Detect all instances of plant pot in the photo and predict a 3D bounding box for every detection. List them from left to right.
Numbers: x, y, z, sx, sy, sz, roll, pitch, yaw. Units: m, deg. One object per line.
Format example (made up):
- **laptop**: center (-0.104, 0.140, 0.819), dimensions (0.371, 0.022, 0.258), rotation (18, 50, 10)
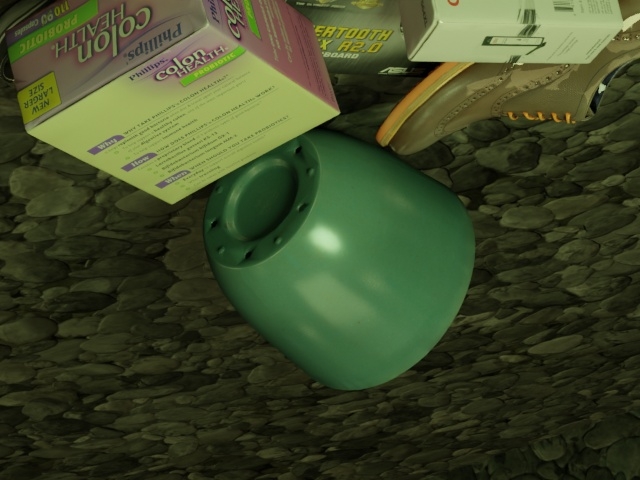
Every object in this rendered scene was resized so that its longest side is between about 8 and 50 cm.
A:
- **plant pot**: center (0.000, 0.000, 2.146), dimensions (0.293, 0.293, 0.235), rotation (-25, 139, 31)

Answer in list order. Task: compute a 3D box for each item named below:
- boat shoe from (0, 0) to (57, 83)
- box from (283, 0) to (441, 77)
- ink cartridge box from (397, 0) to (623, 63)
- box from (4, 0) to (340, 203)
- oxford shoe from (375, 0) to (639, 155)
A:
- **boat shoe**: center (-0.260, -0.205, 1.789), dimensions (0.080, 0.076, 0.228), rotation (12, 148, -43)
- **box**: center (0.047, -0.241, 1.863), dimensions (0.231, 0.056, 0.183), rotation (0, 156, -25)
- **ink cartridge box**: center (0.179, -0.257, 1.762), dimensions (0.203, 0.148, 0.086), rotation (-1, 158, -20)
- **box**: center (-0.140, -0.161, 1.724), dimensions (0.213, 0.117, 0.243), rotation (-27, 153, 22)
- **oxford shoe**: center (0.224, -0.169, 1.917), dimensions (0.363, 0.133, 0.130), rotation (-30, 180, 23)
